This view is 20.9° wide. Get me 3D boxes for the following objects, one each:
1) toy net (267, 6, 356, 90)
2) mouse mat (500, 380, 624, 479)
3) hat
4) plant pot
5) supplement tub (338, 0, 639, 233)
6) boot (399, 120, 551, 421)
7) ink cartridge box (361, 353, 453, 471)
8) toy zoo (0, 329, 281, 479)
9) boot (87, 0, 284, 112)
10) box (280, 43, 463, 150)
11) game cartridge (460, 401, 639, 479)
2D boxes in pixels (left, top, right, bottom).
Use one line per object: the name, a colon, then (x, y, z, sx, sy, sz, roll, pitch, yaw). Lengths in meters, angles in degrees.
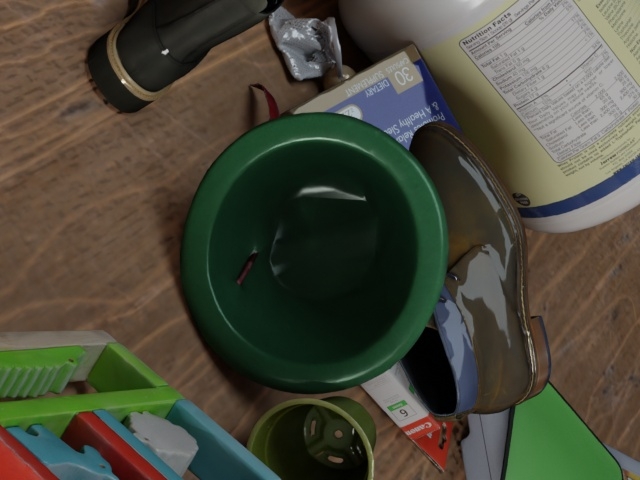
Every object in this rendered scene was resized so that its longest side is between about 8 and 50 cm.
toy net: (0.046, -0.113, 1.409, 0.232, 0.045, 0.122, 52, 32, -18)
mouse mat: (0.184, 0.192, 1.312, 0.152, 0.007, 0.190, 48, 34, -23)
hat: (0.000, 0.000, 1.204, 0.183, 0.173, 0.208, 74, 32, -87)
plant pot: (0.003, 0.134, 1.119, 0.083, 0.083, 0.079, 62, 16, 0)
supplement tub: (0.164, -0.189, 1.463, 0.325, 0.235, 0.235, 47, 33, -26)
boot: (0.094, 0.025, 1.255, 0.106, 0.082, 0.219, -21, 91, -49)
ink cartridge box: (0.071, 0.110, 1.282, 0.115, 0.029, 0.063, 48, 33, -23)
toy zoo: (-0.068, 0.142, 0.870, 0.293, 0.030, 0.192, 38, 15, 23)
boot: (-0.065, -0.170, 1.190, 0.077, 0.137, 0.198, 49, 31, -22)
box: (0.072, -0.025, 1.336, 0.136, 0.036, 0.225, -32, 95, -34)
game cartridge: (0.223, 0.255, 1.381, 0.297, 0.062, 0.198, 29, 39, -44)
